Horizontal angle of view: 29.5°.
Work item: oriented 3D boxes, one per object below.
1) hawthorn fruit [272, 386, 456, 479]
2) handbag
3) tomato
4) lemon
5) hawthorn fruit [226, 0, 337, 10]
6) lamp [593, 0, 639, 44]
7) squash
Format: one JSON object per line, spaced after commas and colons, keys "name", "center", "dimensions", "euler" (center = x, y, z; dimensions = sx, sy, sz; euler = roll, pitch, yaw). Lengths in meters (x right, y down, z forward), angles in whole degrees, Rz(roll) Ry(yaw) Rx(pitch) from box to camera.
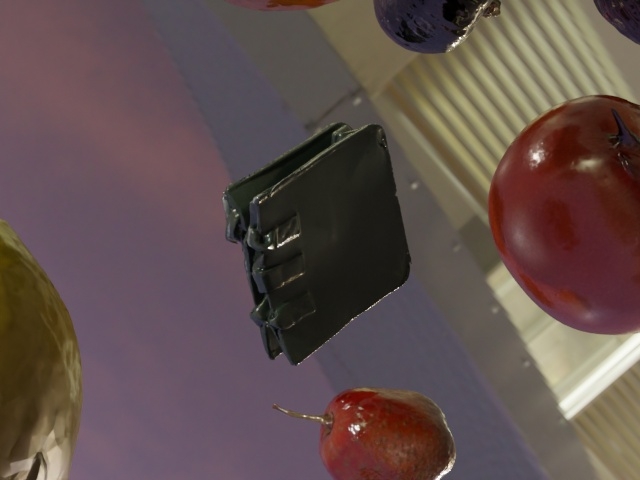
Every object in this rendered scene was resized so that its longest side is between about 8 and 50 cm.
{"name": "hawthorn fruit", "center": [0.055, 0.234, 1.444], "dimensions": [0.203, 0.162, 0.162], "euler": [27, -167, -24]}
{"name": "handbag", "center": [-0.001, -0.001, 1.550], "dimensions": [0.079, 0.260, 0.247], "euler": [13, 126, 40]}
{"name": "tomato", "center": [0.299, -0.026, 1.257], "dimensions": [0.256, 0.224, 0.255], "euler": [36, -146, -29]}
{"name": "lemon", "center": [-0.273, 0.107, 0.757], "dimensions": [0.260, 0.260, 0.284], "euler": [50, 152, 19]}
{"name": "hawthorn fruit", "center": [-0.025, -0.437, 1.059], "dimensions": [0.472, 0.472, 0.472], "euler": [48, -176, -5]}
{"name": "lamp", "center": [0.484, -0.376, 1.654], "dimensions": [0.247, 0.247, 0.247], "euler": [48, -176, -5]}
{"name": "squash", "center": [0.151, -0.323, 1.493], "dimensions": [0.156, 0.193, 0.193], "euler": [53, -176, -3]}
